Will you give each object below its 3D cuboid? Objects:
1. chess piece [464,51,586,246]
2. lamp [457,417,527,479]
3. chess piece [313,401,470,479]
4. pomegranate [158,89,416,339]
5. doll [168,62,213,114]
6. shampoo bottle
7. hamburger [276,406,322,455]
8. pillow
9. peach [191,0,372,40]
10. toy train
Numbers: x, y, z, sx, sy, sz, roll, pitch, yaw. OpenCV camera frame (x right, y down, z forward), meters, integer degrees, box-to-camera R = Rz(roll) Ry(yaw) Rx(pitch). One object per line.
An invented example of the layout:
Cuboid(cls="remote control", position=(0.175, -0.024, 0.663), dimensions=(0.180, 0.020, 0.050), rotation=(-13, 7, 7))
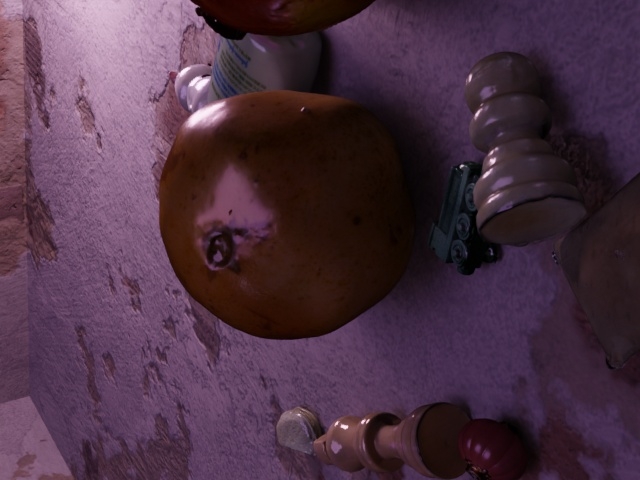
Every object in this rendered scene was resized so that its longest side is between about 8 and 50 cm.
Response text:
Cuboid(cls="chess piece", position=(0.243, -0.128, 1.188), dimensions=(0.133, 0.133, 0.243), rotation=(-45, 46, 53))
Cuboid(cls="lamp", position=(0.249, 0.306, 1.367), dimensions=(0.107, 0.092, 0.107), rotation=(38, 162, 15))
Cuboid(cls="chess piece", position=(0.101, 0.342, 1.603), dimensions=(0.397, 0.117, 0.117), rotation=(-22, 81, 59))
Cuboid(cls="pomegranate", position=(-0.045, -0.055, 1.475), dimensions=(0.416, 0.416, 0.417), rotation=(25, 120, 52))
Cuboid(cls="doll", position=(-0.231, -0.294, 1.920), dimensions=(0.180, 0.110, 0.107), rotation=(38, 129, 49))
Cuboid(cls="shampoo bottle", position=(-0.121, -0.257, 1.719), dimensions=(0.222, 0.151, 0.349), rotation=(51, 139, 28))
Cuboid(cls="hamburger", position=(-0.038, 0.376, 1.888), dimensions=(0.121, 0.054, 0.084), rotation=(11, 105, 53))
Cuboid(cls="pillow", position=(0.387, 0.010, 1.070), dimensions=(0.302, 0.075, 0.185), rotation=(-50, 50, 48))
Cuboid(cls="peach", position=(-0.038, -0.436, 1.267), dimensions=(0.416, 0.353, 0.339), rotation=(-146, 67, -79))
Cuboid(cls="toy train", position=(0.211, -0.037, 1.345), dimensions=(0.111, 0.071, 0.170), rotation=(50, 138, 49))
